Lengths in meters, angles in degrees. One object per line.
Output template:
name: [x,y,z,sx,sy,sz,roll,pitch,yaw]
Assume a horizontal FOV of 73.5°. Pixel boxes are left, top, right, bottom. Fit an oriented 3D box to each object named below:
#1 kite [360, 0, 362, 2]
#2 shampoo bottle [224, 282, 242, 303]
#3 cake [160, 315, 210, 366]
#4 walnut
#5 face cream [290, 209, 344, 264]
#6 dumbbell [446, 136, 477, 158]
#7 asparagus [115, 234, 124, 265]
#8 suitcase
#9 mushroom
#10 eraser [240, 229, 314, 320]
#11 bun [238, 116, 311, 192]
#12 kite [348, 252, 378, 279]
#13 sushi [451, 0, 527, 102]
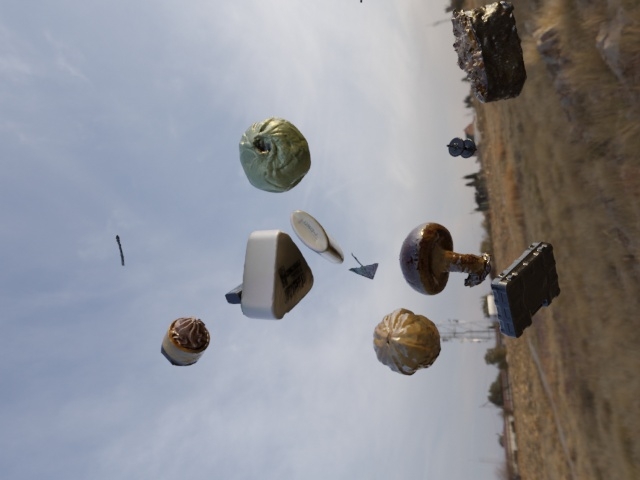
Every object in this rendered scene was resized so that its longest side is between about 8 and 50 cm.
kite: [0.113,-0.736,1.242,0.004,0.122,0.090,-65,-34,-35]
shampoo bottle: [-0.342,0.225,2.176,0.309,0.098,0.071,-36,-71,-50]
cake: [-0.561,0.410,1.824,0.185,0.178,0.207,26,-142,-13]
walnut: [0.255,0.300,1.272,0.245,0.198,0.198,14,-108,-53]
face cream: [0.000,0.000,1.209,0.139,0.067,0.285,50,-178,15]
dumbbell: [0.489,-0.321,1.483,0.147,0.069,0.069,0,-97,-32]
asparagus: [-0.688,0.037,1.475,0.016,0.013,0.166,-35,-25,-38]
suitcase: [0.650,0.150,1.348,0.286,0.066,0.206,-31,-67,-29]
mushroom: [0.543,0.104,1.967,0.334,0.356,0.331,31,-89,-45]
eraser: [-0.173,0.160,1.604,0.331,0.150,0.330,-1,-88,-62]
bun: [-0.128,-0.245,1.215,0.108,0.222,0.221,115,154,-79]
kite: [0.159,0.098,1.606,0.156,0.139,0.011,49,-138,-26]
sushi: [0.585,-0.640,1.502,0.234,0.208,0.348,50,-150,-75]
